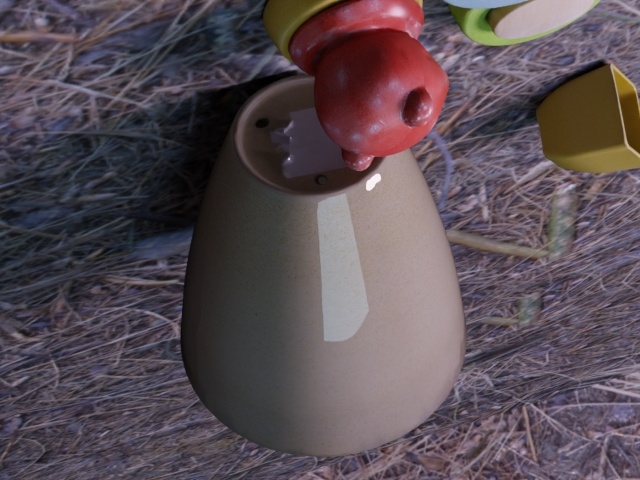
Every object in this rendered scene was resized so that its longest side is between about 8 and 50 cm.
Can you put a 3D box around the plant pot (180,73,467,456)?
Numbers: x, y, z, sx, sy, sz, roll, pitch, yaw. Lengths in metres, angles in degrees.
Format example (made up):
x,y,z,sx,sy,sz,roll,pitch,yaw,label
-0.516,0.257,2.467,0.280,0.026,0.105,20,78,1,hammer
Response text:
x,y,z,sx,sy,sz,roll,pitch,yaw,label
0.000,0.000,1.380,0.256,0.256,0.274,-15,144,-10,plant pot

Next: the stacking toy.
x,y,z,sx,sy,sz,roll,pitch,yaw,label
0.143,-0.172,1.173,0.280,0.130,0.309,-5,156,-33,stacking toy

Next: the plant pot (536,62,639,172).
x,y,z,sx,sy,sz,roll,pitch,yaw,label
0.245,-0.104,1.522,0.083,0.081,0.081,-14,163,24,plant pot
